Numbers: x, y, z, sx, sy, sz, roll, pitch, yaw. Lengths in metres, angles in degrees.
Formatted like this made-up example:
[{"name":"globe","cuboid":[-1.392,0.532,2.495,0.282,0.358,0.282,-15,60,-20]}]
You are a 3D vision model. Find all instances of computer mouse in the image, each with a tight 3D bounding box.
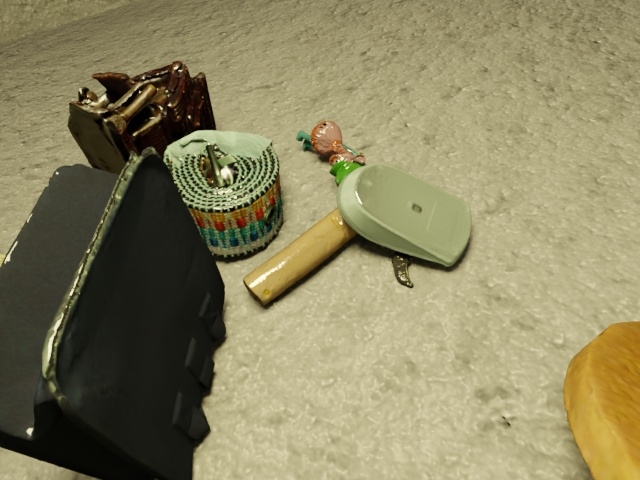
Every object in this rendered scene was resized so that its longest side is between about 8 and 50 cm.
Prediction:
[{"name":"computer mouse","cuboid":[0.136,-0.043,0.742,0.230,0.079,0.128,28,64,1]}]

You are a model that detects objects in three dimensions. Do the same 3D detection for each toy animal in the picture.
[{"name":"toy animal","cuboid":[0.032,-0.183,0.936,0.103,0.100,0.208,8,28,-39]}]

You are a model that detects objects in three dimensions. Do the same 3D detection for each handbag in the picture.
[{"name":"handbag","cuboid":[-0.219,0.105,0.535,0.121,0.330,0.304,-6,50,9]}]

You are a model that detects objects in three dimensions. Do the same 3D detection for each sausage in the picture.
[{"name":"sausage","cuboid":[0.001,0.001,0.769,0.301,0.066,0.065,-40,51,-22]}]

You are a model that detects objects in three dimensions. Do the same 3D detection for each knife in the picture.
[{"name":"knife","cuboid":[0.161,-0.014,0.776,0.045,0.021,0.222,13,54,16]}]

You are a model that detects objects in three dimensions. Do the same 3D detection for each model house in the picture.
[{"name":"model house","cuboid":[-0.356,-0.268,0.960,0.297,0.317,0.282,35,64,22]}]

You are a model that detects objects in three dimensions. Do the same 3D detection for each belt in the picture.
[{"name":"belt","cuboid":[-0.172,-0.099,0.842,0.206,0.150,0.258,-13,45,-13]}]

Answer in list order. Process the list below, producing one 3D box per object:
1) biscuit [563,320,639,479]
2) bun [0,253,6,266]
[{"name":"biscuit","cuboid":[0.401,0.211,0.386,0.364,0.063,0.385,24,27,24]},{"name":"bun","cuboid":[-0.619,0.088,0.779,0.188,0.111,0.164,-8,42,9]}]
